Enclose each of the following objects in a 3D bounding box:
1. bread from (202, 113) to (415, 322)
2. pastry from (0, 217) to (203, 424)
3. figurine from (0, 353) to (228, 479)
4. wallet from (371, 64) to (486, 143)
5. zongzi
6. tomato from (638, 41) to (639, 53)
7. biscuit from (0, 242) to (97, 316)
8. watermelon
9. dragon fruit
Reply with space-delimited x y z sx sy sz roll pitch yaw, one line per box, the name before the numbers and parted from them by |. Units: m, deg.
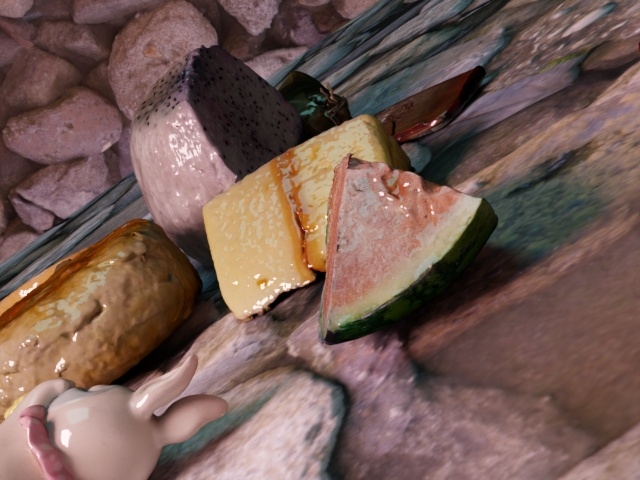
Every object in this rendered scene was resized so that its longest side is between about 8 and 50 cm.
bread | 0.000 0.000 1.157 0.240 0.135 0.178 -30 48 18
pastry | -0.281 0.103 1.241 0.329 0.136 0.329 -36 12 9
figurine | -0.198 0.173 0.868 0.235 0.127 0.155 -34 3 -16
wallet | 0.101 -0.157 1.429 0.255 0.031 0.137 -20 20 46
zongzi | -0.055 -0.141 1.653 0.241 0.111 0.248 -53 20 5
tomato | 0.322 -0.093 0.467 0.338 0.144 0.338 -31 19 12
biscuit | -0.391 0.095 1.557 0.275 0.052 0.355 -32 -3 -32
watermelon | 0.047 0.024 0.853 0.231 0.128 0.146 149 146 -83
dragon fruit | -0.168 -0.114 1.453 0.204 0.221 0.283 -32 29 28
